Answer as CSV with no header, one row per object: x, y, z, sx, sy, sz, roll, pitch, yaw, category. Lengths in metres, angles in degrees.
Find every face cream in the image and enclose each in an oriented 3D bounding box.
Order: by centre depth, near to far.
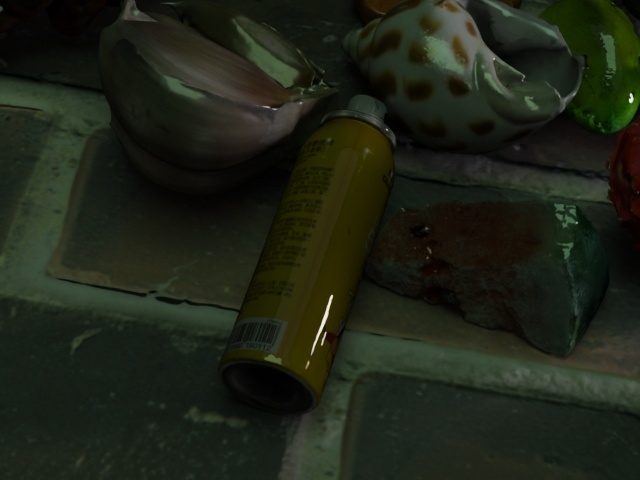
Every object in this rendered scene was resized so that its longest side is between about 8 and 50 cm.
0.000,0.000,1.801,0.105,0.105,0.349,14,59,8,face cream

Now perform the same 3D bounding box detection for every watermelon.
0.159,0.020,1.809,0.241,0.154,0.094,9,52,23,watermelon

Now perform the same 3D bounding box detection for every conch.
0.139,-0.181,1.935,0.275,0.149,0.183,39,42,20,conch

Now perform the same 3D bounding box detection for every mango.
0.298,-0.192,1.983,0.119,0.100,0.178,-33,56,26,mango

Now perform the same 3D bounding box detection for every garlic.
-0.121,-0.165,1.881,0.292,0.210,0.237,22,61,4,garlic

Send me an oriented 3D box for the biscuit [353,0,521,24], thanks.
0.167,-0.340,2.118,0.202,0.047,0.334,18,54,10,biscuit

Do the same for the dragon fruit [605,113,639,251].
0.418,-0.052,1.826,0.268,0.210,0.205,6,38,-24,dragon fruit

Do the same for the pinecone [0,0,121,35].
-0.315,-0.434,1.981,0.397,0.398,0.398,1,53,-1,pinecone

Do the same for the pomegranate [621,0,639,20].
0.438,-0.302,2.031,0.202,0.202,0.248,-26,88,-20,pomegranate
